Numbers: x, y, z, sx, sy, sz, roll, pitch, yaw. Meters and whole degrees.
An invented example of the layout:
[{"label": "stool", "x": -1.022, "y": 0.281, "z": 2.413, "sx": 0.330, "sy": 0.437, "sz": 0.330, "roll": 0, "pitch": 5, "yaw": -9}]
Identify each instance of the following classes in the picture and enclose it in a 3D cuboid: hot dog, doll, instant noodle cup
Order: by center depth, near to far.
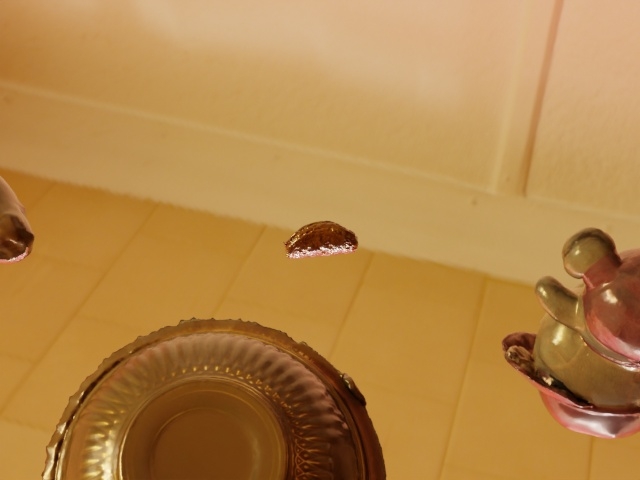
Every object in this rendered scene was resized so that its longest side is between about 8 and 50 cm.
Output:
[{"label": "instant noodle cup", "x": -0.082, "y": 0.172, "z": 0.933, "sx": 0.274, "sy": 0.274, "sz": 0.091, "roll": 16, "pitch": -22, "yaw": 6}, {"label": "doll", "x": 0.294, "y": 0.093, "z": 1.253, "sx": 0.196, "sy": 0.152, "sz": 0.256, "roll": 21, "pitch": -41, "yaw": 6}, {"label": "hot dog", "x": 0.000, "y": 0.000, "z": 1.399, "sx": 0.083, "sy": 0.058, "sz": 0.035, "roll": -6, "pitch": -101, "yaw": -3}]

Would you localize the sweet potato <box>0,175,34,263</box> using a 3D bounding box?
[{"label": "sweet potato", "x": -0.249, "y": 0.019, "z": 0.417, "sx": 0.355, "sy": 0.106, "sz": 0.095, "roll": -18, "pitch": -46, "yaw": 11}]
